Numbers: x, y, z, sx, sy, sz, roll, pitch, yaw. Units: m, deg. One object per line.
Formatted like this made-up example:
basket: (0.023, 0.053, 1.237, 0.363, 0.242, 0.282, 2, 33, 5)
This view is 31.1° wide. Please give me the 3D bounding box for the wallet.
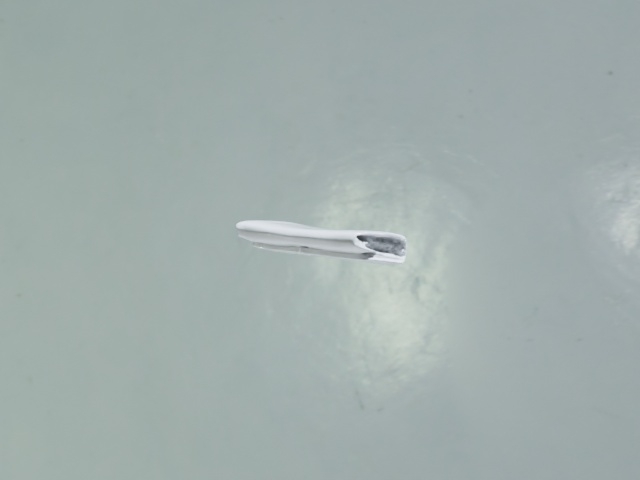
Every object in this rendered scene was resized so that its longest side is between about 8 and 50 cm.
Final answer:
wallet: (0.000, 0.000, 0.838, 0.122, 0.061, 0.025, 7, 86, 43)
